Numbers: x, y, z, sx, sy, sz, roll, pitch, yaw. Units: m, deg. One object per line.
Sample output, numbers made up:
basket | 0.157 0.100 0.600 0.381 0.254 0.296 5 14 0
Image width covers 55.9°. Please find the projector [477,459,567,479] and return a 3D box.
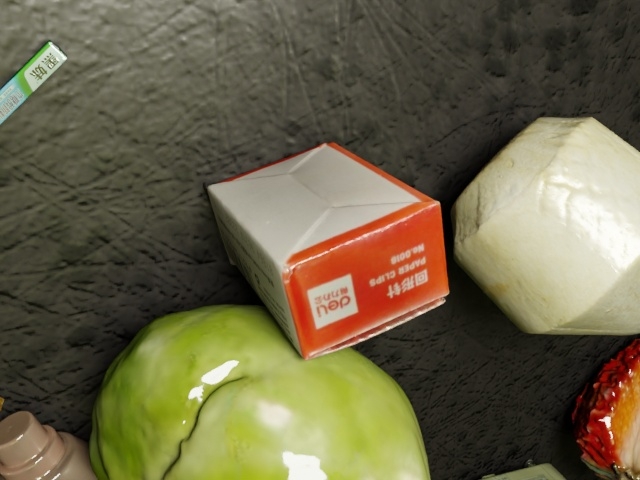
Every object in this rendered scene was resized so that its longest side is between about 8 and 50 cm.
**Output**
projector | 0.260 0.465 0.907 0.193 0.088 0.270 -3 114 -24

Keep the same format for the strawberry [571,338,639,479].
strawberry | 0.445 0.240 0.892 0.190 0.111 0.237 38 71 -24

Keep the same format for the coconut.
coconut | 0.248 -0.001 0.590 0.222 0.202 0.202 44 91 10

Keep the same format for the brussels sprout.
brussels sprout | -0.044 0.199 0.510 0.243 0.273 0.317 -52 128 -48

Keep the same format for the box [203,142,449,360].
box | 0.000 0.000 0.500 0.133 0.182 0.099 -22 121 -19

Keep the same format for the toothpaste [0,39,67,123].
toothpaste | -0.218 -0.109 0.434 0.083 0.020 0.017 -45 121 0

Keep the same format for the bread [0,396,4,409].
bread | -0.307 0.129 0.497 0.047 0.036 0.083 -38 126 -9

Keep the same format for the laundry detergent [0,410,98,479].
laundry detergent | -0.264 0.274 0.563 0.171 0.076 0.237 -28 123 -12
